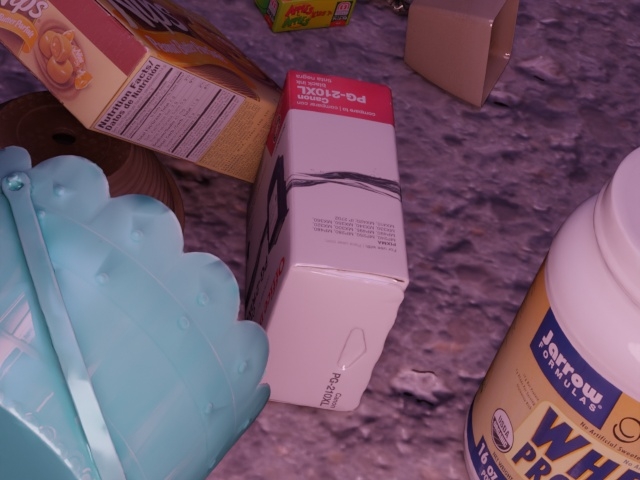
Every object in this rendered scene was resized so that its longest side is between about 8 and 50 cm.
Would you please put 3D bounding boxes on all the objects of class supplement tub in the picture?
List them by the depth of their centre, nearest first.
[{"bbox_3d":[0.260,0.097,1.259,0.228,0.316,0.228,10,44,-10],"label":"supplement tub"}]

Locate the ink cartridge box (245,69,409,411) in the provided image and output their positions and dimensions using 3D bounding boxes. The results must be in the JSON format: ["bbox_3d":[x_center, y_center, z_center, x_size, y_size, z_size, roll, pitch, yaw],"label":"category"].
[{"bbox_3d":[0.000,0.000,1.367,0.100,0.172,0.237,9,45,-11],"label":"ink cartridge box"}]

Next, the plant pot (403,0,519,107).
[{"bbox_3d":[0.146,-0.222,1.697,0.096,0.109,0.109,18,42,16],"label":"plant pot"}]

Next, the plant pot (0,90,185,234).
[{"bbox_3d":[-0.228,-0.050,1.383,0.237,0.109,0.237,10,45,-10],"label":"plant pot"}]

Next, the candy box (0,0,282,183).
[{"bbox_3d":[-0.148,-0.153,1.411,0.183,0.087,0.316,43,12,24],"label":"candy box"}]

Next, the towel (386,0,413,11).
[{"bbox_3d":[0.018,-0.439,1.828,0.324,0.056,0.312,40,43,-17],"label":"towel"}]

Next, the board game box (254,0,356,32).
[{"bbox_3d":[-0.043,-0.303,1.747,0.092,0.043,0.181,-10,51,-27],"label":"board game box"}]

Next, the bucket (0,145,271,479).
[{"bbox_3d":[-0.188,0.100,1.069,0.281,0.281,0.183,28,50,8],"label":"bucket"}]
